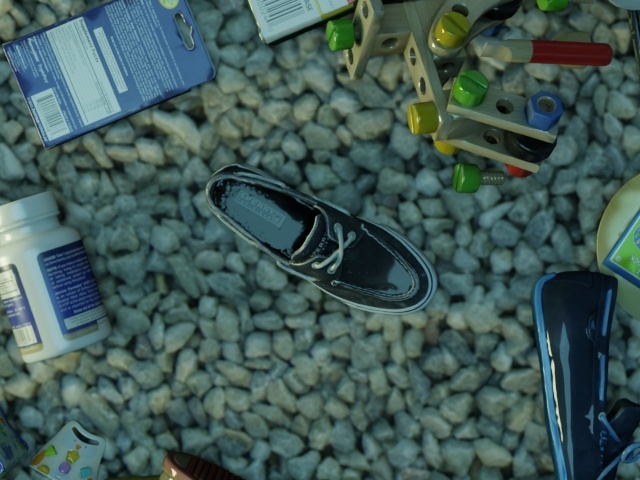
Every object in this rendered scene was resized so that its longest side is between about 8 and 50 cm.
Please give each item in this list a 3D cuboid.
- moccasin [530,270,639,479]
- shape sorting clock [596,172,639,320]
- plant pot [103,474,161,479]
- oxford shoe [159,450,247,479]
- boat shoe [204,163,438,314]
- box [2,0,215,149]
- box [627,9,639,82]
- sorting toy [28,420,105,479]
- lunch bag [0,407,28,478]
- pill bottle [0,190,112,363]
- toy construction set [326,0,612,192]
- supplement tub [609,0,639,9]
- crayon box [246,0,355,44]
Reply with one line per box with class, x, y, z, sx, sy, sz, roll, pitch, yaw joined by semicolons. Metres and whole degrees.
moccasin;0.322;0.204;1.822;0.116;0.138;0.342;-8;95;4
shape sorting clock;0.430;0.007;1.851;0.206;0.040;0.206;1;98;4
plant pot;-0.226;0.334;1.883;0.081;0.083;0.081;-4;95;3
oxford shoe;-0.072;0.393;1.864;0.348;0.123;0.130;41;100;0
boat shoe;0.000;0.000;1.839;0.301;0.102;0.108;31;95;0
box;-0.249;-0.213;1.867;0.225;0.036;0.136;-22;93;4
box;0.488;-0.208;1.823;0.232;0.059;0.183;-10;92;3
sorting toy;-0.302;0.263;1.908;0.083;0.045;0.075;31;76;0
lunch bag;-0.439;0.275;1.866;0.151;0.129;0.096;-33;92;4
pill bottle;-0.327;0.041;1.852;0.112;0.112;0.187;-18;93;4
toy construction set;0.142;-0.196;1.701;0.237;0.309;0.257;0;85;-17
supplement tub;0.315;-0.437;1.670;0.241;0.241;0.331;-28;65;4
crayon box;0.046;-0.378;1.820;0.318;0.081;0.202;-21;93;4
